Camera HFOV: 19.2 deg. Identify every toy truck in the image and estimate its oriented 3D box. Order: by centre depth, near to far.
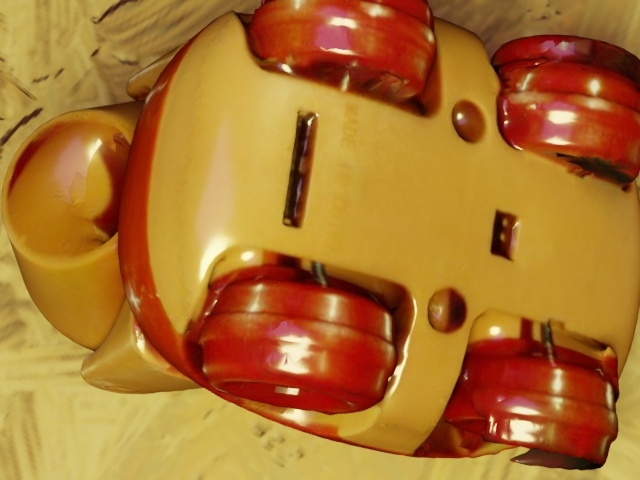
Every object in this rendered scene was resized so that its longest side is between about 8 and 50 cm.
[{"bbox_3d":[0.000,0.000,0.848,0.265,0.239,0.189,16,75,-28],"label":"toy truck"}]
